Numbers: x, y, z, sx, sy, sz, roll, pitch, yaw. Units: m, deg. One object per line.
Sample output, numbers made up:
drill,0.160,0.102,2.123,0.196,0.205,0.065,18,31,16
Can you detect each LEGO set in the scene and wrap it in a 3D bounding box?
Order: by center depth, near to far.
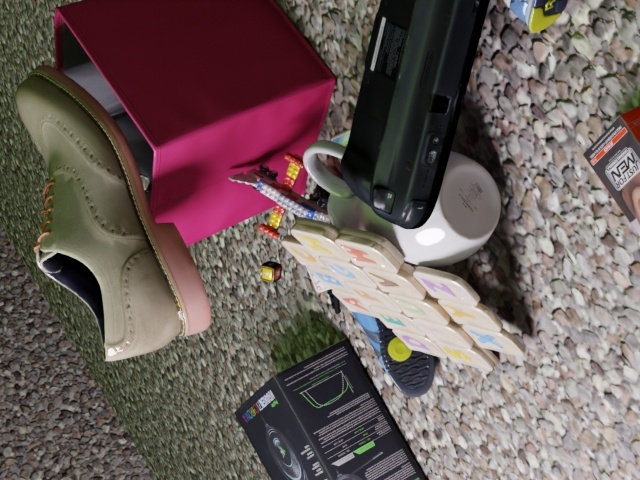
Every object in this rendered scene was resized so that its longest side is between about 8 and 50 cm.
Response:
LEGO set,0.001,-0.026,1.489,0.244,0.060,0.182,-19,96,33

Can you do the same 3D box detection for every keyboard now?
keyboard,0.000,0.000,1.615,0.100,0.038,0.192,-97,2,-55

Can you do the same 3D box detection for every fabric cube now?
fabric cube,-0.172,-0.172,1.583,0.254,0.258,0.259,52,152,23

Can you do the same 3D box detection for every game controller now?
game controller,0.093,-0.176,1.178,0.166,0.067,0.319,-128,48,-65

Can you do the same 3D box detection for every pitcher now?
pitcher,0.081,-0.049,1.322,0.178,0.125,0.207,47,153,-20

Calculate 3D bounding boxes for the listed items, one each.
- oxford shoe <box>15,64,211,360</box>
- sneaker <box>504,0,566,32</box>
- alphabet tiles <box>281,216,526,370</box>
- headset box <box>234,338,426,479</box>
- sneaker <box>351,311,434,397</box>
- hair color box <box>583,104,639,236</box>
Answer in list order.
oxford shoe,-0.281,-0.040,1.435,0.397,0.147,0.140,55,156,21
sneaker,0.187,-0.253,1.063,0.059,0.053,0.144,49,149,35
alphabet tiles,0.088,0.066,1.382,0.278,0.021,0.284,14,157,44
headset box,0.018,0.324,1.805,0.283,0.131,0.246,60,155,9
sneaker,0.084,0.103,1.571,0.209,0.069,0.082,63,171,2
hair color box,0.296,-0.042,1.052,0.141,0.043,0.072,57,153,14
